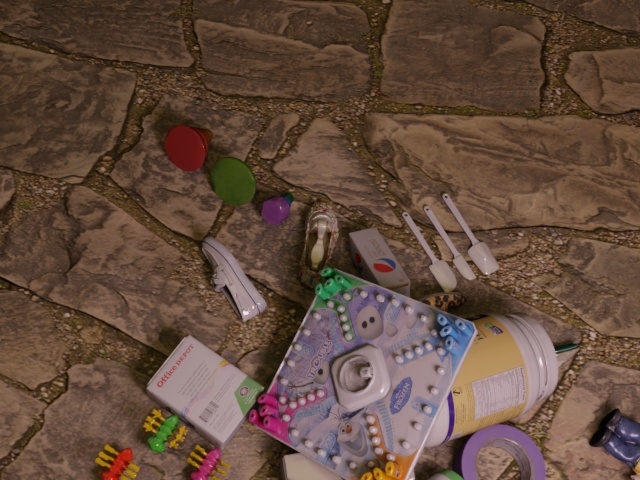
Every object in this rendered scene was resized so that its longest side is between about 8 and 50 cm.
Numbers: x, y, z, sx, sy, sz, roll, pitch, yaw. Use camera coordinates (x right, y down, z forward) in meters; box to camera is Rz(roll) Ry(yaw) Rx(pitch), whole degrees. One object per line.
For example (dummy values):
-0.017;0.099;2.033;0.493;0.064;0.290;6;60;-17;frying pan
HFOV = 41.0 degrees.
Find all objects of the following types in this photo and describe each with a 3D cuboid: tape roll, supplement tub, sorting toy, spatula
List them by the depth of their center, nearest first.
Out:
0.326;0.295;1.880;0.331;0.241;0.241;-13;67;-23;supplement tub
0.394;0.508;1.888;0.188;0.080;0.189;3;65;-6;tape roll
-0.213;-0.181;2.149;0.365;0.127;0.126;35;36;7;sorting toy
0.324;0.002;2.156;0.168;0.019;0.242;-26;69;-11;spatula

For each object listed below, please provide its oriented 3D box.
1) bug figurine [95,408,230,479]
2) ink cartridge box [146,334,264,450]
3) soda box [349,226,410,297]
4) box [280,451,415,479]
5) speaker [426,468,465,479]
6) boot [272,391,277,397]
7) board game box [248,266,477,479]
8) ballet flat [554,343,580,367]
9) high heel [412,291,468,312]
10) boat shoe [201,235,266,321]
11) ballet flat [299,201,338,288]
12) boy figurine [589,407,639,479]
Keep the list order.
-0.323;0.496;1.808;0.279;0.072;0.216;36;75;5;bug figurine
-0.254;0.334;1.887;0.212;0.093;0.154;34;65;8;ink cartridge box
0.137;0.062;2.027;0.073;0.069;0.216;-14;41;-14;soda box
0.055;0.496;1.838;0.275;0.113;0.094;-6;67;-8;box
0.196;0.617;1.788;0.296;0.131;0.131;-38;74;-21;speaker
0.020;0.345;1.921;0.176;0.088;0.244;40;75;12;boot
0.074;0.279;1.772;0.390;0.050;0.390;20;79;36;board game box
0.538;0.285;2.034;0.168;0.057;0.052;-10;94;-8;ballet flat
0.249;0.225;2.016;0.261;0.093;0.186;-12;82;-19;high heel
-0.221;0.090;2.010;0.075;0.083;0.226;-36;74;-21;boat shoe
0.000;0.000;2.083;0.091;0.077;0.241;6;64;-3;ballet flat
0.765;0.495;1.932;0.285;0.092;0.177;32;65;8;boy figurine
